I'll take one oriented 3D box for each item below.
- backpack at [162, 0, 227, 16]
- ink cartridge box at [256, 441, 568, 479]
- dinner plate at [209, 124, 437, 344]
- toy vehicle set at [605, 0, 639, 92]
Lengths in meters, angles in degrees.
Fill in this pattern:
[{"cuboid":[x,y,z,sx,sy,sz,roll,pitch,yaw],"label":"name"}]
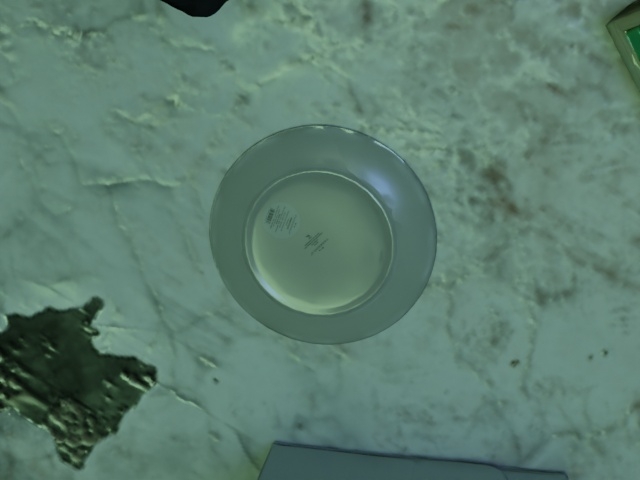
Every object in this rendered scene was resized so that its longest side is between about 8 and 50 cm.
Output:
[{"cuboid":[-0.036,-0.264,0.618,0.276,0.213,0.263,-36,61,20],"label":"backpack"},{"cuboid":[0.043,0.290,0.807,0.197,0.198,0.270,5,108,8],"label":"ink cartridge box"},{"cuboid":[0.000,0.000,0.816,0.141,0.017,0.141,3,107,9],"label":"dinner plate"},{"cuboid":[0.284,-0.032,0.709,0.166,0.035,0.267,-19,106,47],"label":"toy vehicle set"}]
